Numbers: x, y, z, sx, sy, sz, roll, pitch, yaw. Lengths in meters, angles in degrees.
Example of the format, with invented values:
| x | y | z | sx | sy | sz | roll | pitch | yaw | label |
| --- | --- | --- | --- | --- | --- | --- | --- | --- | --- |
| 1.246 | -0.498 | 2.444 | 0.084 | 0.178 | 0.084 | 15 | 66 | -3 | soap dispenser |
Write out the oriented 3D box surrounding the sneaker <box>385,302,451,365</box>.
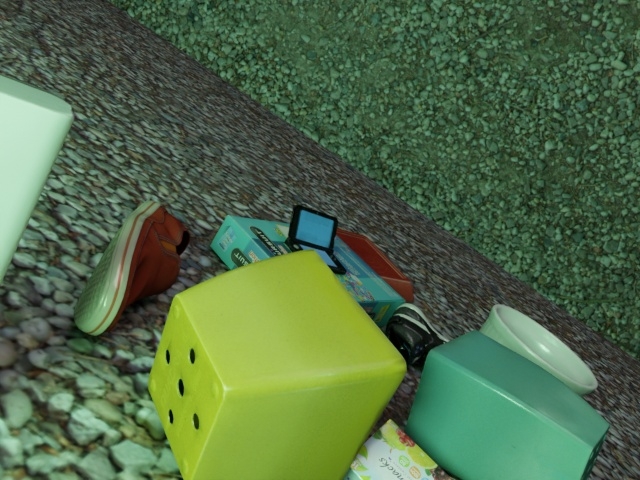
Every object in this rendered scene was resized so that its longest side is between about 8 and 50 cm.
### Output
| x | y | z | sx | sy | sz | roll | pitch | yaw | label |
| --- | --- | --- | --- | --- | --- | --- | --- | --- | --- |
| 0.211 | 0.233 | 1.106 | 0.217 | 0.079 | 0.121 | 43 | 35 | 8 | sneaker |

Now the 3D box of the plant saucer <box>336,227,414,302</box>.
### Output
| x | y | z | sx | sy | sz | roll | pitch | yaw | label |
| --- | --- | --- | --- | --- | --- | --- | --- | --- | --- |
| 0.100 | 0.048 | 1.416 | 0.258 | 0.048 | 0.259 | 14 | 27 | -46 | plant saucer |

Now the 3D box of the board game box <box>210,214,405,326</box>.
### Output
| x | y | z | sx | sy | sz | roll | pitch | yaw | label |
| --- | --- | --- | --- | --- | --- | --- | --- | --- | --- |
| -0.015 | 0.068 | 1.111 | 0.254 | 0.079 | 0.336 | 44 | 21 | 29 | board game box |

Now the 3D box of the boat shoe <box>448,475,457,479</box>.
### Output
| x | y | z | sx | sy | sz | roll | pitch | yaw | label |
| --- | --- | --- | --- | --- | --- | --- | --- | --- | --- |
| 0.159 | 0.334 | 0.771 | 0.153 | 0.048 | 0.056 | 33 | 18 | -1 | boat shoe |

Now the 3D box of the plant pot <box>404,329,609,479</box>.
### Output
| x | y | z | sx | sy | sz | roll | pitch | yaw | label |
| --- | --- | --- | --- | --- | --- | --- | --- | --- | --- |
| 0.275 | 0.268 | 0.819 | 0.234 | 0.166 | 0.165 | 24 | 18 | 35 | plant pot |

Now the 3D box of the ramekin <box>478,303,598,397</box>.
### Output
| x | y | z | sx | sy | sz | roll | pitch | yaw | label |
| --- | --- | --- | --- | --- | --- | --- | --- | --- | --- |
| 0.477 | 0.286 | 1.298 | 0.277 | 0.135 | 0.277 | 30 | 18 | -11 | ramekin |

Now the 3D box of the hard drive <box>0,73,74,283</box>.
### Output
| x | y | z | sx | sy | sz | roll | pitch | yaw | label |
| --- | --- | --- | --- | --- | --- | --- | --- | --- | --- |
| -0.322 | 0.011 | 0.364 | 0.203 | 0.308 | 0.040 | 17 | 23 | -42 | hard drive |

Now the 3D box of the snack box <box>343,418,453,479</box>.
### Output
| x | y | z | sx | sy | sz | roll | pitch | yaw | label |
| --- | --- | --- | --- | --- | --- | --- | --- | --- | --- |
| 0.107 | 0.311 | 0.708 | 0.141 | 0.037 | 0.100 | 40 | 44 | 21 | snack box |

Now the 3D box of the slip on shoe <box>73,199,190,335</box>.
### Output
| x | y | z | sx | sy | sz | roll | pitch | yaw | label |
| --- | --- | --- | --- | --- | --- | --- | --- | --- | --- |
| -0.243 | 0.032 | 0.770 | 0.101 | 0.123 | 0.331 | 33 | 13 | -13 | slip on shoe |

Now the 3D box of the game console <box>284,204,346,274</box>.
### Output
| x | y | z | sx | sy | sz | roll | pitch | yaw | label |
| --- | --- | --- | --- | --- | --- | --- | --- | --- | --- |
| 0.000 | 0.000 | 1.067 | 0.122 | 0.071 | 0.107 | 16 | 25 | -42 | game console |

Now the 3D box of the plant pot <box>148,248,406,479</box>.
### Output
| x | y | z | sx | sy | sz | roll | pitch | yaw | label |
| --- | --- | --- | --- | --- | --- | --- | --- | --- | --- |
| -0.071 | 0.153 | 0.629 | 0.187 | 0.212 | 0.212 | 0 | 35 | -38 | plant pot |
